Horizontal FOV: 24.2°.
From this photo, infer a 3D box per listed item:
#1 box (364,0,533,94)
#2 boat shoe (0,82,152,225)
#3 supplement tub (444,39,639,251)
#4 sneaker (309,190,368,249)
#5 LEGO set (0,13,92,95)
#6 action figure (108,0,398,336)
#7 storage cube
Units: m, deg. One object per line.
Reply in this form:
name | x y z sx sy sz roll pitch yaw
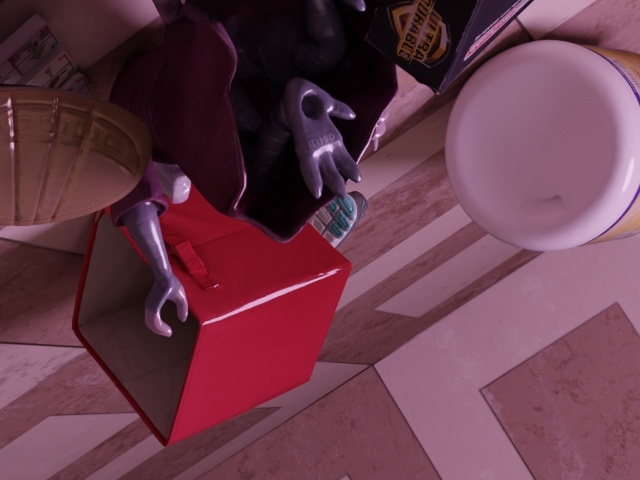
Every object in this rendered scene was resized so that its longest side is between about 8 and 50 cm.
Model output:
box | 0.167 -0.270 0.904 0.295 0.073 0.293 -43 165 -34
boat shoe | -0.249 -0.068 0.967 0.285 0.092 0.103 -6 124 -33
supplement tub | 0.320 -0.114 1.800 0.241 0.241 0.331 -38 164 27
sneaker | 0.000 0.000 1.775 0.166 0.065 0.076 -43 172 30
LEGO set | -0.287 -0.068 1.106 0.244 0.060 0.182 -44 172 -5
action figure | -0.097 -0.101 1.109 0.248 0.276 0.370 -50 -160 -21
storage cube | -0.115 0.058 1.520 0.193 0.183 0.215 -21 145 -36
